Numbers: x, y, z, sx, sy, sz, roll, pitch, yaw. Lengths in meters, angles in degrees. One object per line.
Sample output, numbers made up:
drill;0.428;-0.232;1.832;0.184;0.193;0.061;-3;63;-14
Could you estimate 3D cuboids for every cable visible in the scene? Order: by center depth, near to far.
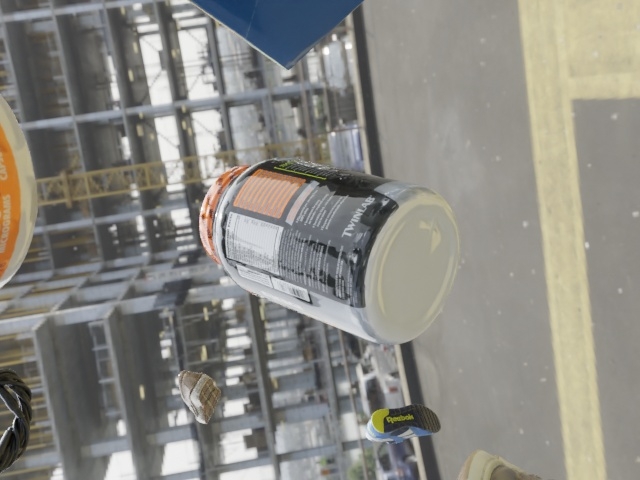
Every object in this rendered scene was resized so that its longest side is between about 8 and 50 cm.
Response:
cable;-0.538;0.298;1.191;0.150;0.047;0.184;23;-124;-48

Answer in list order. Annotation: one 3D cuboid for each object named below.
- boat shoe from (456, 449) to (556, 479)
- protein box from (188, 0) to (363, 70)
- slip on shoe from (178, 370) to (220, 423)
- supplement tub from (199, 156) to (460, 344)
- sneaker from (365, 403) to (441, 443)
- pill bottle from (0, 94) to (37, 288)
boat shoe;0.135;0.199;0.486;0.285;0.092;0.102;36;-112;-67
protein box;-0.027;-0.230;0.373;0.201;0.200;0.136;19;-144;-59
slip on shoe;-0.175;0.222;1.058;0.135;0.041;0.051;88;-154;-62
supplement tub;0.000;0.000;1.013;0.338;0.207;0.207;17;124;42
sneaker;0.140;0.318;1.275;0.059;0.144;0.053;-60;35;41
pill bottle;-0.400;-0.015;0.469;0.392;0.224;0.224;-29;-68;-65
